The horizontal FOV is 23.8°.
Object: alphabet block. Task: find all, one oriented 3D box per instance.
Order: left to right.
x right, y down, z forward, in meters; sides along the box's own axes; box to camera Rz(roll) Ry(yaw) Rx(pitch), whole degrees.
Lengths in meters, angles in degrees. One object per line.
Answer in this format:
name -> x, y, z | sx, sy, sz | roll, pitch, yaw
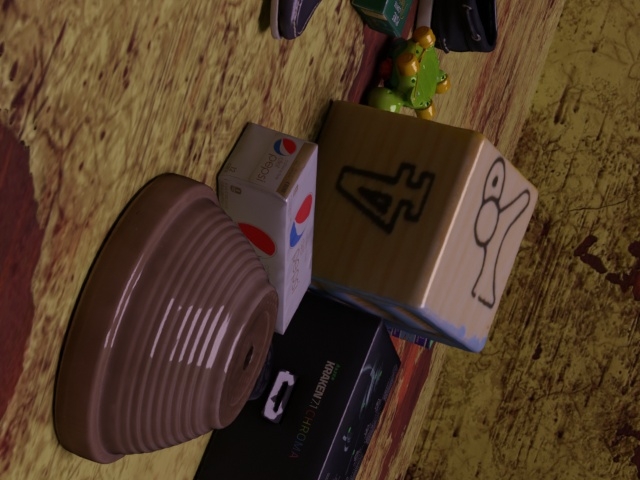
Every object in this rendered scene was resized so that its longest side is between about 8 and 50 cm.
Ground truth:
alphabet block -> 0.094, -0.014, 1.635 | 0.192, 0.193, 0.197 | 37, 72, -58

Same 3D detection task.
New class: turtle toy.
turtle toy -> 0.099, -0.188, 1.792 | 0.130, 0.066, 0.095 | -59, 141, -35

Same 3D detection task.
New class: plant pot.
plant pot -> -0.105, 0.075, 1.190 | 0.237, 0.109, 0.237 | 20, 90, -77

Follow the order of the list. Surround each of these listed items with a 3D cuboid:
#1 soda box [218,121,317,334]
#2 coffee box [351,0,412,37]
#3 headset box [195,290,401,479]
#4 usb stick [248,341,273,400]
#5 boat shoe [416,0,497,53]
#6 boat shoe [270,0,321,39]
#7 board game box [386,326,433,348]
soda box -> -0.049, -0.008, 1.409 | 0.216, 0.069, 0.074 | 92, 21, -53
coffee box -> 0.088, -0.316, 1.603 | 0.113, 0.040, 0.184 | 20, 90, -78
headset box -> -0.019, 0.202, 1.729 | 0.283, 0.131, 0.246 | 62, 49, -74
usb stick -> -0.096, 0.123, 1.467 | 0.278, 0.045, 0.077 | 19, 83, -78
boat shoe -> 0.195, -0.361, 1.838 | 0.127, 0.113, 0.340 | -58, 163, -46
boat shoe -> 0.016, -0.259, 1.306 | 0.075, 0.065, 0.206 | 75, 36, -70
board game box -> 0.107, 0.039, 2.027 | 0.035, 0.136, 0.201 | -55, 162, -52
